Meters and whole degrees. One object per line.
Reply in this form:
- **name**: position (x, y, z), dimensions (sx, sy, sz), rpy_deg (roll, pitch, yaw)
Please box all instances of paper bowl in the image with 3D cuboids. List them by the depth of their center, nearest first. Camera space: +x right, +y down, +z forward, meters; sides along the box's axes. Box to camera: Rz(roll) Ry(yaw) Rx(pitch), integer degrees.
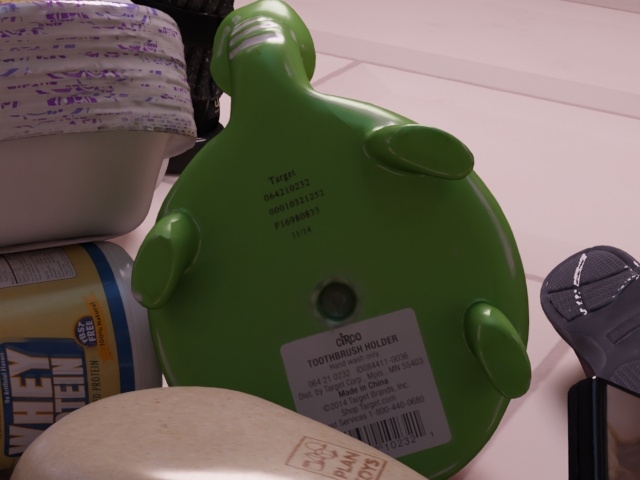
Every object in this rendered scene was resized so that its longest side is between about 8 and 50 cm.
- **paper bowl**: position (-0.229, -0.064, 0.960), dimensions (0.284, 0.148, 0.284), rpy_deg (-9, -1, 0)

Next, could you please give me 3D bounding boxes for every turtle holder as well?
- **turtle holder**: position (-0.009, 0.018, 0.912), dimensions (0.320, 0.243, 0.227), rpy_deg (43, 2, 3)

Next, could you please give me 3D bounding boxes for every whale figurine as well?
- **whale figurine**: position (-0.015, 0.164, 0.639), dimensions (0.272, 0.141, 0.216), rpy_deg (11, 13, 9)

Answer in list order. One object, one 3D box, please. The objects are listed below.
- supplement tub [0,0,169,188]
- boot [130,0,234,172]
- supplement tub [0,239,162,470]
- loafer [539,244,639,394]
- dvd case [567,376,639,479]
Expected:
- **supplement tub**: position (-0.314, -0.108, 1.212), dimensions (0.316, 0.228, 0.228), rpy_deg (-12, 28, -30)
- **boot**: position (-0.252, -0.218, 1.421), dimensions (0.348, 0.260, 0.131), rpy_deg (3, 24, 0)
- **supplement tub**: position (-0.219, 0.082, 0.908), dimensions (0.200, 0.144, 0.144), rpy_deg (-9, 27, -23)
- **loafer**: position (0.244, 0.108, 0.974), dimensions (0.109, 0.095, 0.302), rpy_deg (-31, 28, 8)
- **dvd case**: position (0.179, 0.199, 0.586), dimensions (0.180, 0.022, 0.253), rpy_deg (24, 53, -26)
